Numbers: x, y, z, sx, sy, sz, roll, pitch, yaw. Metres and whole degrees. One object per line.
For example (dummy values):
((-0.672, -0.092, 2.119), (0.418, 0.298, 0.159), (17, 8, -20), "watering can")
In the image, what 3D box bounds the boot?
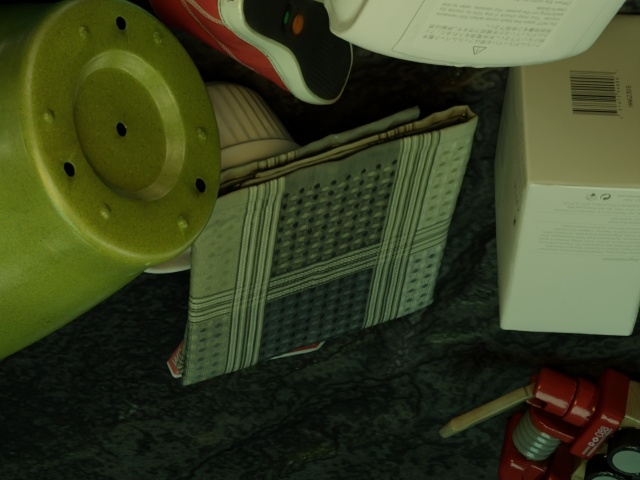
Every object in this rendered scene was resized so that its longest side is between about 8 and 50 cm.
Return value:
((-0.085, -0.207, 1.808), (0.176, 0.088, 0.244), (13, 168, 31), "boot")

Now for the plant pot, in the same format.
((-0.291, -0.063, 1.707), (0.353, 0.366, 0.366), (-16, 139, 38), "plant pot")

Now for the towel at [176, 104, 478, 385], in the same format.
((0.000, 0.000, 1.926), (0.312, 0.056, 0.324), (-17, 146, -22), "towel")

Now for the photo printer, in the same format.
((0.156, -0.257, 1.563), (0.256, 0.107, 0.307), (1, 146, -24), "photo printer")

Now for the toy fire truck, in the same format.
((0.258, 0.235, 2.281), (0.246, 0.158, 0.217), (23, 138, -6), "toy fire truck")

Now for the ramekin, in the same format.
((-0.121, -0.067, 1.892), (0.207, 0.109, 0.207), (-24, 158, -10), "ramekin")

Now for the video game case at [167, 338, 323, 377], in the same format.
((-0.027, 0.053, 2.080), (0.204, 0.025, 0.285), (-9, 151, -36), "video game case")

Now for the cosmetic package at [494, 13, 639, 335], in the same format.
((0.245, -0.064, 1.836), (0.138, 0.224, 0.225), (2, 141, 0), "cosmetic package")
